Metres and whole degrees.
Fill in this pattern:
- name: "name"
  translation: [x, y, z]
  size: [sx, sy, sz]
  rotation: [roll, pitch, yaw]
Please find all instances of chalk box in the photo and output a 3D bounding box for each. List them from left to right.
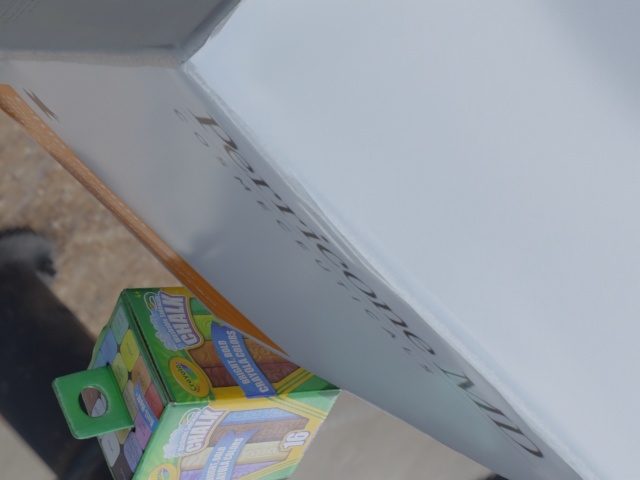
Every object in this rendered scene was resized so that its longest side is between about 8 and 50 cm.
- name: "chalk box"
  translation: [-0.117, 0.126, 1.307]
  size: [0.213, 0.132, 0.132]
  rotation: [-1, 136, -33]

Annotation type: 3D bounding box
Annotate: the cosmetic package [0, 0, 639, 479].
- name: "cosmetic package"
  translation: [0.005, -0.054, 0.642]
  size: [0.161, 0.230, 0.453]
  rotation: [-48, -160, -10]
